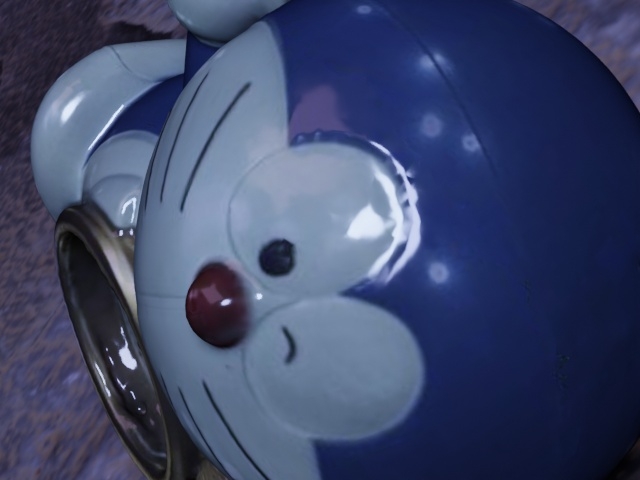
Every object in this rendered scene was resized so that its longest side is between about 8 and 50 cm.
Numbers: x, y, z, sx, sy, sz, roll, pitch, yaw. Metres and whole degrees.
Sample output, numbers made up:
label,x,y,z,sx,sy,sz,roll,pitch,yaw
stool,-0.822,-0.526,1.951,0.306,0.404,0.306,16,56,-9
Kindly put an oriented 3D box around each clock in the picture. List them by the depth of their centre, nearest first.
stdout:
label,x,y,z,sx,sy,sz,roll,pitch,yaw
clock,0.000,0.000,0.499,0.146,0.200,0.243,-16,12,-24
